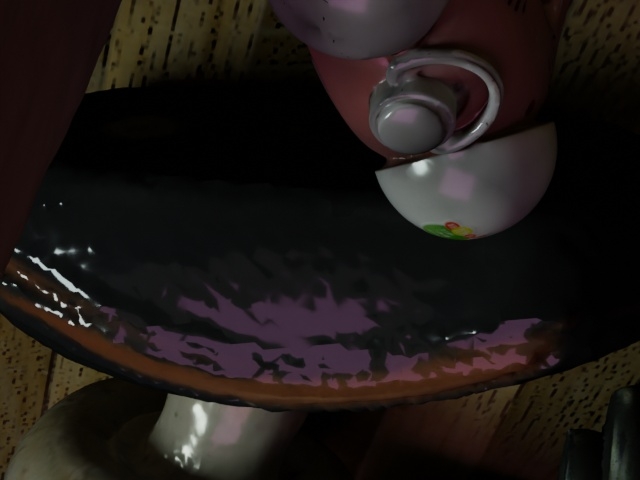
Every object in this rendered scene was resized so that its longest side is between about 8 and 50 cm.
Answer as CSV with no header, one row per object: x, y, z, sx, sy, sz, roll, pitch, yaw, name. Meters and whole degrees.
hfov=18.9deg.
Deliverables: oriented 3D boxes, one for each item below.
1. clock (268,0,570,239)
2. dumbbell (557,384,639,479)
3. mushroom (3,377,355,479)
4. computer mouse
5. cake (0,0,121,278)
0.044,-0.098,0.693,0.092,0.162,0.166,-10,138,22,clock
0.219,0.179,0.981,0.289,0.192,0.192,9,143,5,dumbbell
-0.061,0.126,1.012,0.204,0.204,0.204,8,143,6,mushroom
0.000,0.005,0.824,0.323,0.183,0.116,4,115,11,computer mouse
-0.219,-0.145,0.601,0.306,0.293,0.314,13,149,3,cake
